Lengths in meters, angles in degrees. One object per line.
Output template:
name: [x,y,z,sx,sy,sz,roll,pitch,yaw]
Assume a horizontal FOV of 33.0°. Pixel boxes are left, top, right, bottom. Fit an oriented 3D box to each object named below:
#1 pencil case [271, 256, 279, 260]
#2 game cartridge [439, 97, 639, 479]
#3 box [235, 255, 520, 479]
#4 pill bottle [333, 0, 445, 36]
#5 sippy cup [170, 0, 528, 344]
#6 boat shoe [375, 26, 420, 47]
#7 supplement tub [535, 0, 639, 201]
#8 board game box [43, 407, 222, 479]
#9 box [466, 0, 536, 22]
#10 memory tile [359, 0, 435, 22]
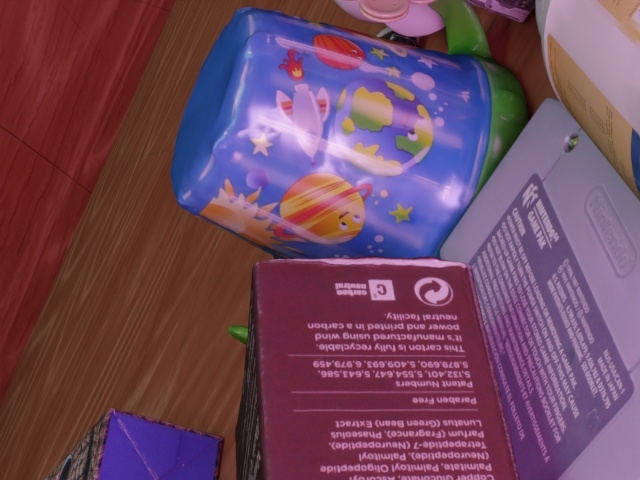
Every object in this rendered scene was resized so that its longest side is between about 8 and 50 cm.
pencil case: [0.000,0.000,1.030,0.098,0.095,0.209,-25,49,43]
game cartridge: [0.150,0.048,0.634,0.294,0.060,0.196,-98,30,-52]
box: [0.029,0.211,0.570,0.191,0.143,0.381,100,167,-45]
pill bottle: [0.048,-0.296,1.057,0.136,0.136,0.245,-62,38,23]
sippy cup: [0.009,-0.071,0.866,0.240,0.224,0.305,-52,27,43]
boat shoe: [0.058,-0.180,1.106,0.125,0.046,0.038,-23,46,54]
supplement tub: [0.190,-0.088,0.511,0.144,0.144,0.199,-61,22,25]
board game box: [-0.246,0.363,1.261,0.291,0.141,0.232,-46,31,50]
box: [0.196,-0.365,0.856,0.307,0.076,0.242,-54,26,38]
memory tile: [0.034,-0.218,0.830,0.113,0.148,0.012,-36,-32,-29]
